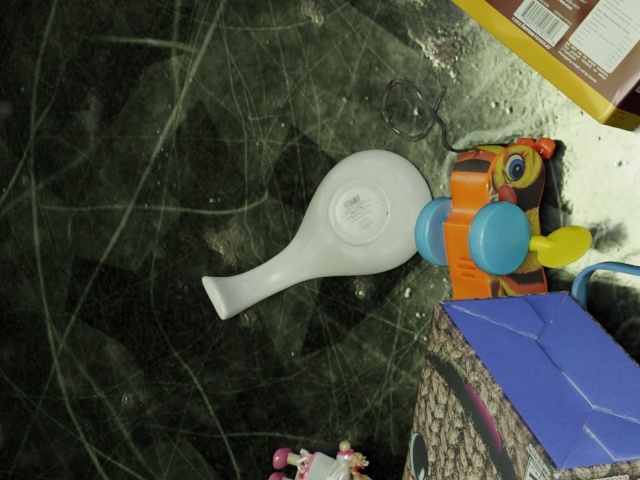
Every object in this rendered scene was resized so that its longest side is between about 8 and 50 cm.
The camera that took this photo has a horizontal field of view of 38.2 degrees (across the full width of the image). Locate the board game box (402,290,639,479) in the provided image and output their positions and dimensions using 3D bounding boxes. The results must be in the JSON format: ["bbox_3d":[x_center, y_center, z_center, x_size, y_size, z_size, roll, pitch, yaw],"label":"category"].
[{"bbox_3d":[0.183,0.228,0.810,0.232,0.141,0.291,-120,32,-57],"label":"board game box"}]

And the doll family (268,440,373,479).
[{"bbox_3d":[0.017,0.362,1.053,0.163,0.118,0.262,8,79,35],"label":"doll family"}]

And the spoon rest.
[{"bbox_3d":[0.000,0.000,1.055,0.276,0.084,0.137,-30,80,14],"label":"spoon rest"}]

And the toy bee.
[{"bbox_3d":[0.184,-0.030,0.909,0.195,0.162,0.298,33,140,39],"label":"toy bee"}]

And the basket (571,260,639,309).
[{"bbox_3d":[0.349,0.152,0.787,0.289,0.201,0.254,5,102,45],"label":"basket"}]

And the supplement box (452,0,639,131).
[{"bbox_3d":[0.267,-0.237,0.850,0.191,0.129,0.194,46,113,20],"label":"supplement box"}]
